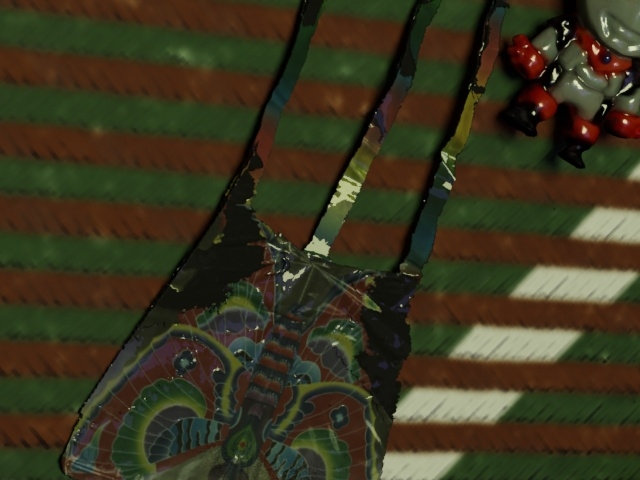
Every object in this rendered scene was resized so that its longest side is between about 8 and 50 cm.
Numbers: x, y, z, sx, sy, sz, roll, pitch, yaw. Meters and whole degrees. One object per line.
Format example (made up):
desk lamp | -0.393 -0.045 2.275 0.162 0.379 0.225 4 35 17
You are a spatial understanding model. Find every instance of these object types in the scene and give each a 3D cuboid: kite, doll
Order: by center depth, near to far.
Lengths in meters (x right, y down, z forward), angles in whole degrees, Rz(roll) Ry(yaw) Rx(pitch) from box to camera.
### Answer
kite | 0.000 0.000 0.834 0.152 0.015 0.286 22 86 -28
doll | 0.144 -0.115 0.875 0.109 0.057 0.169 32 95 -10
